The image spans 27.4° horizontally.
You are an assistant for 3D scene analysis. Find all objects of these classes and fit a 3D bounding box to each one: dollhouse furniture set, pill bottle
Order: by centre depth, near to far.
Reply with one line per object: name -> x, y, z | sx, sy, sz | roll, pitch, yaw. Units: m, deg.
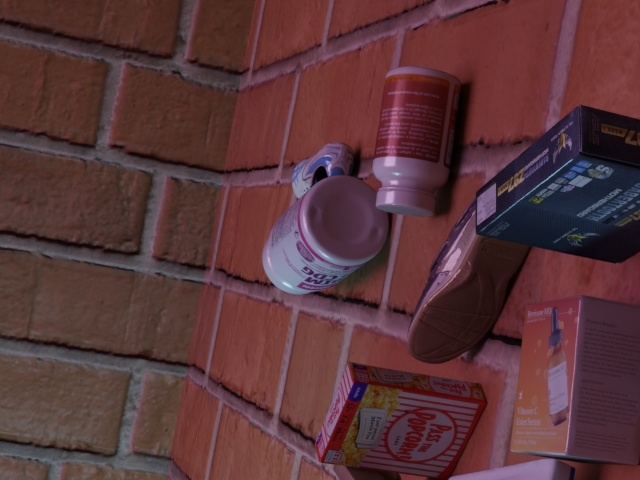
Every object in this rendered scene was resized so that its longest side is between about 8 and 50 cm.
dollhouse furniture set -> 0.095, 0.385, 1.801 | 0.144, 0.151, 0.123 | -139, 62, -73
pill bottle -> 0.145, -0.151, 2.027 | 0.121, 0.121, 0.216 | 164, 116, -71
pill bottle -> 0.000, 0.000, 2.336 | 0.283, 0.160, 0.160 | 140, 138, -65

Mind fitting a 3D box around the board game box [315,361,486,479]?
board game box -> 0.107, 0.246, 1.775 | 0.045, 0.194, 0.146 | -105, 30, -55

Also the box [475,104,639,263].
box -> 0.293, -0.052, 1.375 | 0.233, 0.183, 0.059 | 137, 140, -61

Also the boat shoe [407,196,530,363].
boat shoe -> 0.201, 0.043, 1.775 | 0.092, 0.103, 0.285 | -96, 27, -57

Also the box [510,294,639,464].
box -> 0.284, 0.155, 1.435 | 0.130, 0.091, 0.170 | 155, 124, -70

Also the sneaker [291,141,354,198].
sneaker -> -0.005, -0.119, 2.549 | 0.237, 0.085, 0.086 | -40, 27, 64

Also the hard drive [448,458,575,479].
hard drive -> 0.177, 0.408, 1.450 | 0.210, 0.040, 0.318 | -28, 40, 57
